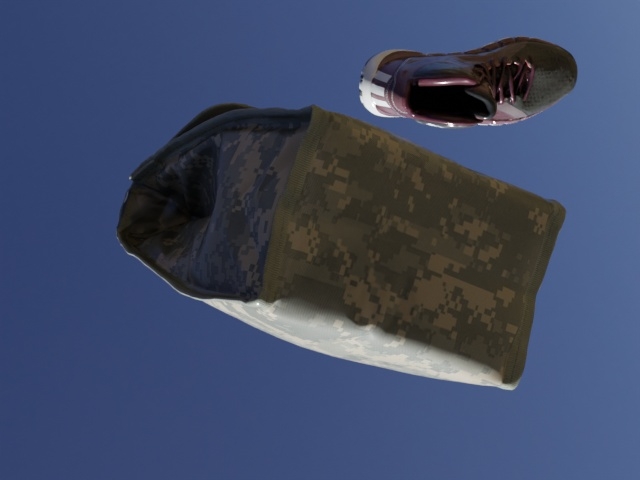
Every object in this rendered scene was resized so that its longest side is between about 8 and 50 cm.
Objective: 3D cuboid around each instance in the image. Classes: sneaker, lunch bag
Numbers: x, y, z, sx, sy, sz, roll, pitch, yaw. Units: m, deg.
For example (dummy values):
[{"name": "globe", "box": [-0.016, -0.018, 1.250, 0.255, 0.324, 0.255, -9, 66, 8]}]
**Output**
[{"name": "sneaker", "box": [0.199, -0.169, 1.598, 0.162, 0.281, 0.106, -139, 44, -65]}, {"name": "lunch bag", "box": [0.000, 0.000, 1.047, 0.235, 0.287, 0.169, 20, -98, -30]}]
